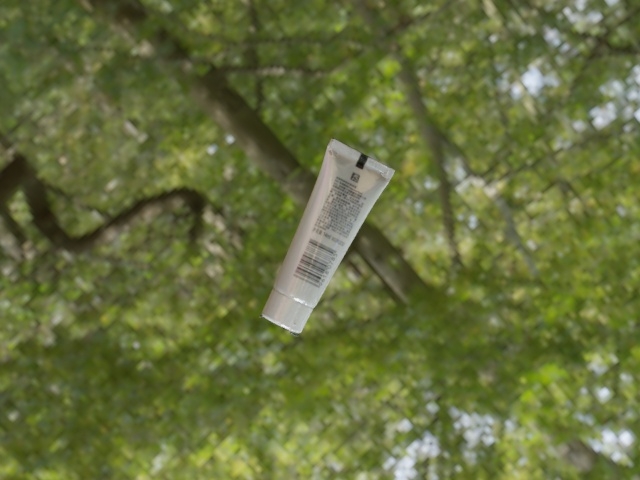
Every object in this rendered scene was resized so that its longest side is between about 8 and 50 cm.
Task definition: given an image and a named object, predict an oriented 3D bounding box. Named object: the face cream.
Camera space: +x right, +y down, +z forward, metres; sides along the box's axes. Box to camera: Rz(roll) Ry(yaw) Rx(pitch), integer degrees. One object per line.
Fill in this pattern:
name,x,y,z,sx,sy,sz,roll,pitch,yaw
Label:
face cream,0.000,0.000,1.849,0.244,0.092,0.058,-63,-167,1
